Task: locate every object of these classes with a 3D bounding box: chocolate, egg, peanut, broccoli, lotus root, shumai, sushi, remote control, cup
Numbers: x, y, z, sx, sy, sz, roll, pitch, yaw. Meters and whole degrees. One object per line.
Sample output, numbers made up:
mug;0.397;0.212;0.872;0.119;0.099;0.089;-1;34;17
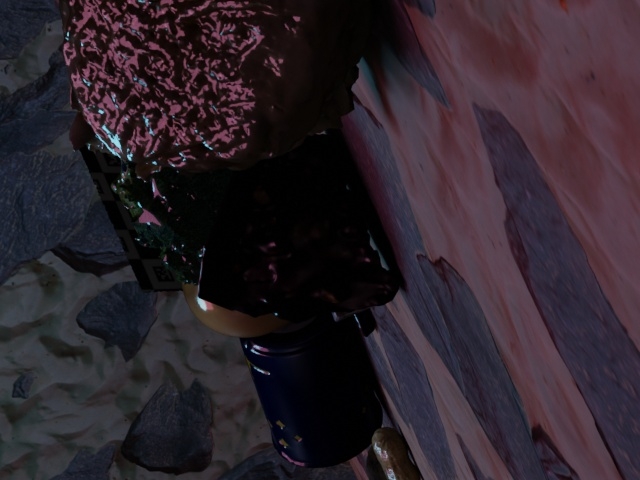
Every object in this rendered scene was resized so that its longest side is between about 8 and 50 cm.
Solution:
chocolate;0.007;-0.002;1.604;0.177;0.206;0.224;20;176;10
egg;-0.101;0.036;2.246;0.244;0.201;0.201;-53;-52;-51
peanut;0.113;0.328;2.340;0.113;0.054;0.054;63;175;7
broccoli;-0.171;-0.088;2.103;0.245;0.265;0.294;9;94;50
lotus root;0.117;0.410;2.532;0.329;0.078;0.167;157;87;-85
shumai;-0.044;-0.176;1.146;0.225;0.222;0.261;55;137;7
sushi;-0.198;-0.068;2.688;0.064;0.359;0.343;-54;50;38
remote control;0.012;0.012;2.063;0.063;0.025;0.245;80;165;-75
cup;-0.046;0.182;2.423;0.255;0.178;0.256;25;145;40

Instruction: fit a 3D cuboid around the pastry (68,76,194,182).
pastry;-0.196;-0.248;1.881;0.330;0.136;0.329;5;-90;-76

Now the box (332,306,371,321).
box;0.000;0.000;1.982;0.041;0.050;0.207;100;146;-76
